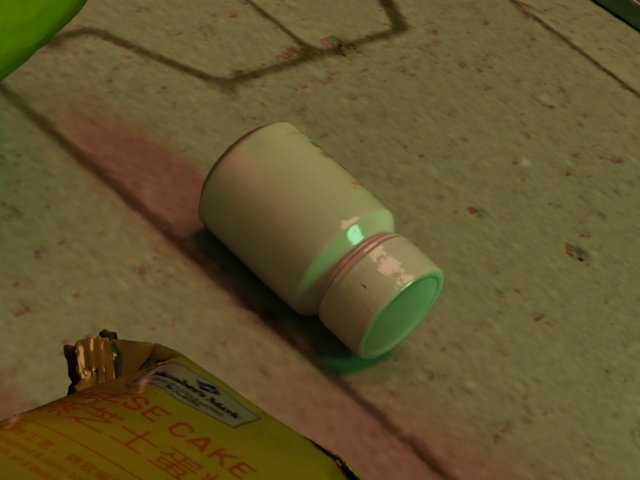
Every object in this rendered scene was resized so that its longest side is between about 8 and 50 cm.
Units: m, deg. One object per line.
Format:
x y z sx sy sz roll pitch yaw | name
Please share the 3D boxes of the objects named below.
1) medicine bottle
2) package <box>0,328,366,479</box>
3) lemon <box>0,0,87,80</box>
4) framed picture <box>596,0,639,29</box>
0.000 0.000 0.698 0.089 0.052 0.052 42 34 22 | medicine bottle
-0.024 0.109 0.489 0.226 0.090 0.168 37 31 18 | package
-0.165 -0.140 0.609 0.219 0.240 0.240 19 31 -36 | lemon
0.302 -0.131 1.150 0.213 0.016 0.289 35 33 12 | framed picture
